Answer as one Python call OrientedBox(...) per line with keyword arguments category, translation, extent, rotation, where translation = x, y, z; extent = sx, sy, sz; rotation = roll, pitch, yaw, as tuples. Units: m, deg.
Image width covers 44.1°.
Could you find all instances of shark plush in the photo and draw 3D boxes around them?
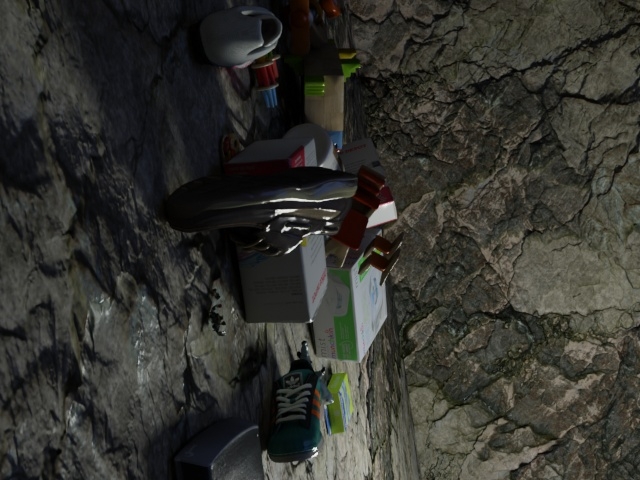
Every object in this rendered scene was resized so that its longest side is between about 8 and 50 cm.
OrientedBox(category="shark plush", translation=(-0.017, 0.290, 1.740), extent=(0.073, 0.067, 0.161), rotation=(-48, 129, -75))

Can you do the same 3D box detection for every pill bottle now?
OrientedBox(category="pill bottle", translation=(-0.011, -0.177, 1.933), extent=(0.229, 0.131, 0.131), rotation=(57, 27, -65))

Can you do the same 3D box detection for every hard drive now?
OrientedBox(category="hard drive", translation=(-0.136, 0.357, 1.151), extent=(0.255, 0.054, 0.171), rotation=(3, 79, -78))

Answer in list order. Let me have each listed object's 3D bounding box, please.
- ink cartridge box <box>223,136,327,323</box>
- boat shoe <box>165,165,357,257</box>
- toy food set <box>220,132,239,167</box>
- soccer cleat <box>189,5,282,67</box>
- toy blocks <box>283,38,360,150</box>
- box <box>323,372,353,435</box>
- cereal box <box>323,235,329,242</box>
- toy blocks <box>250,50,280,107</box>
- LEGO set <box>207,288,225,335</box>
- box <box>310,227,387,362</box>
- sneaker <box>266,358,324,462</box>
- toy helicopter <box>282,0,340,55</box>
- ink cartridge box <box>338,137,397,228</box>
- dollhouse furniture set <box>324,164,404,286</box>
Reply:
OrientedBox(category="ink cartridge box", translation=(-0.074, -0.024, 1.477), extent=(0.226, 0.131, 0.306), rotation=(-60, 147, -71))
OrientedBox(category="boat shoe", translation=(-0.076, -0.035, 1.231), extent=(0.355, 0.132, 0.130), rotation=(-10, 110, -41))
OrientedBox(category="toy food set", translation=(-0.163, -0.155, 1.455), extent=(0.083, 0.020, 0.082), rotation=(-52, 133, -75))
OrientedBox(category="soccer cleat", translation=(-0.129, -0.379, 1.470), extent=(0.331, 0.143, 0.116), rotation=(-67, 147, -69))
OrientedBox(category="toy blocks", translation=(0.001, -0.351, 2.077), extent=(0.381, 0.191, 0.260), rotation=(-96, -174, -61))
OrientedBox(category="box", translation=(0.045, 0.417, 2.025), extent=(0.178, 0.043, 0.109), rotation=(-45, 126, -77))
OrientedBox(category="cereal box", translation=(0.000, 0.000, 2.075), extent=(0.240, 0.047, 0.173), rotation=(-86, 163, -48))
OrientedBox(category="toy blocks", translation=(-0.117, -0.376, 1.748), extent=(0.123, 0.054, 0.148), rotation=(-70, 149, -66))
OrientedBox(category="LEGO set", translation=(-0.168, 0.118, 1.258), extent=(0.083, 0.024, 0.054), rotation=(-105, 180, -51))
OrientedBox(category="box", translation=(0.066, 0.128, 1.960), extent=(0.231, 0.127, 0.261), rotation=(-49, 138, -58))
OrientedBox(category="sneaker", translation=(-0.052, 0.314, 1.489), extent=(0.302, 0.108, 0.121), rotation=(-77, 157, -81))
OrientedBox(category="toy helicopter", translation=(-0.076, -0.625, 1.984), extent=(0.355, 0.140, 0.235), rotation=(52, 27, -43))
OrientedBox(category="ink cartridge box", translation=(0.098, -0.152, 2.225), extent=(0.100, 0.172, 0.237), rotation=(70, 3, -57))
OrientedBox(category="dollhouse furniture set", translation=(0.073, -0.058, 1.827), extent=(0.135, 0.262, 0.259), rotation=(-60, -176, 31))
